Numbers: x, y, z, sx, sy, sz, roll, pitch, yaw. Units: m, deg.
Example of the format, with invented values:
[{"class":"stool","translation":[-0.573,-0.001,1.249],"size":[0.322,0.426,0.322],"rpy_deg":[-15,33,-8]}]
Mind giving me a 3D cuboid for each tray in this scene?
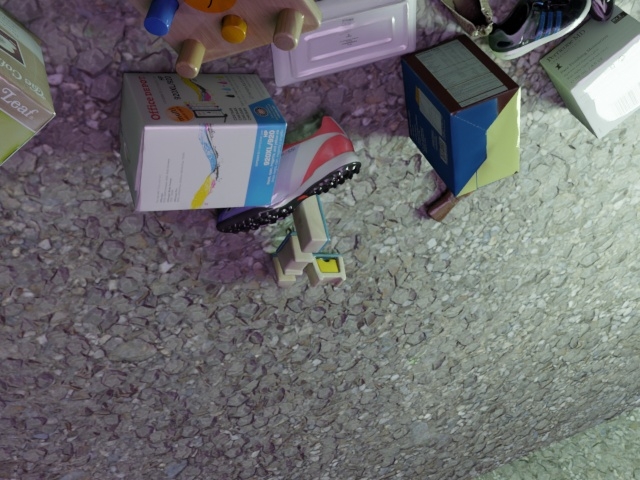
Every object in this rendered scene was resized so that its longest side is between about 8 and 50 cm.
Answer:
[{"class":"tray","translation":[0.047,-0.352,1.347],"size":[0.270,0.030,0.145],"rpy_deg":[-17,135,-11]}]

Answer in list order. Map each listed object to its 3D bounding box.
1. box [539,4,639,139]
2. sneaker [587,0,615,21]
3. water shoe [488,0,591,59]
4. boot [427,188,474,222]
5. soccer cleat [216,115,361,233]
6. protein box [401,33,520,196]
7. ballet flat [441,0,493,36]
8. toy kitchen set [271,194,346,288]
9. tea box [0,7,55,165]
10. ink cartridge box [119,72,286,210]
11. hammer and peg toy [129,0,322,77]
[{"class":"box","translation":[0.568,-0.335,1.556],"size":[0.181,0.119,0.182],"rpy_deg":[-40,135,12]},{"class":"sneaker","translation":[0.531,-0.484,1.428],"size":[0.067,0.078,0.188],"rpy_deg":[-14,136,-14]},{"class":"water shoe","translation":[0.406,-0.411,1.439],"size":[0.203,0.073,0.080],"rpy_deg":[-32,134,4]},{"class":"boot","translation":[0.266,-0.092,1.698],"size":[0.114,0.037,0.106],"rpy_deg":[-41,133,20]},{"class":"soccer cleat","translation":[-0.075,-0.114,1.475],"size":[0.318,0.116,0.108],"rpy_deg":[-28,168,24]},{"class":"protein box","translation":[0.258,-0.231,1.439],"size":[0.136,0.201,0.200],"rpy_deg":[-21,136,-7]},{"class":"ballet flat","translation":[0.232,-0.432,1.343],"size":[0.084,0.058,0.250],"rpy_deg":[-41,135,12]},{"class":"toy kitchen set","translation":[0.000,0.000,1.618],"size":[0.166,0.122,0.207],"rpy_deg":[1,150,-28]},{"class":"tea box","translation":[-0.590,-0.214,1.021],"size":[0.323,0.220,0.329],"rpy_deg":[-37,136,10]},{"class":"ink cartridge box","translation":[-0.203,-0.166,1.294],"size":[0.233,0.171,0.168],"rpy_deg":[-5,132,-23]},{"class":"hammer and peg toy","translation":[-0.193,-0.390,1.063],"size":[0.266,0.127,0.361],"rpy_deg":[-8,146,31]}]
